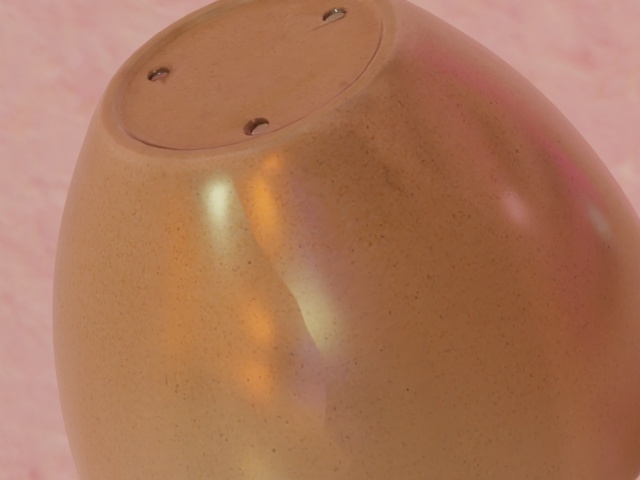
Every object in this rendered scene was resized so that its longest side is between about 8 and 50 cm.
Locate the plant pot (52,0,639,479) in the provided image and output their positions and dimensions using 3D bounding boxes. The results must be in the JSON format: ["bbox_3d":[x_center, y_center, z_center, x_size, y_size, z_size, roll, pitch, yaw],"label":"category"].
[{"bbox_3d":[0.000,0.000,0.808,0.284,0.284,0.191,-34,127,-19],"label":"plant pot"}]
